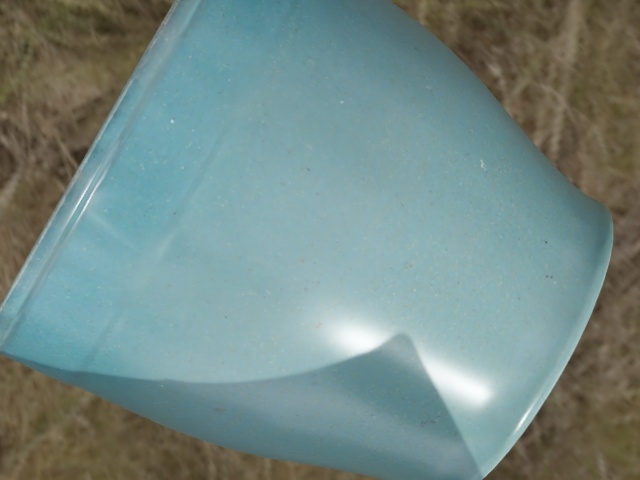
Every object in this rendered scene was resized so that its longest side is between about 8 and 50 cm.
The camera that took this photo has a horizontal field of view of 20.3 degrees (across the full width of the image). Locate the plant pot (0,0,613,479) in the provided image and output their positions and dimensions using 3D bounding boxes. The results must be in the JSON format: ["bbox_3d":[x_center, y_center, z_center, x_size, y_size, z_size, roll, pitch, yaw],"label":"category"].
[{"bbox_3d":[0.000,0.000,0.936,0.255,0.271,0.271,30,103,-8],"label":"plant pot"}]
